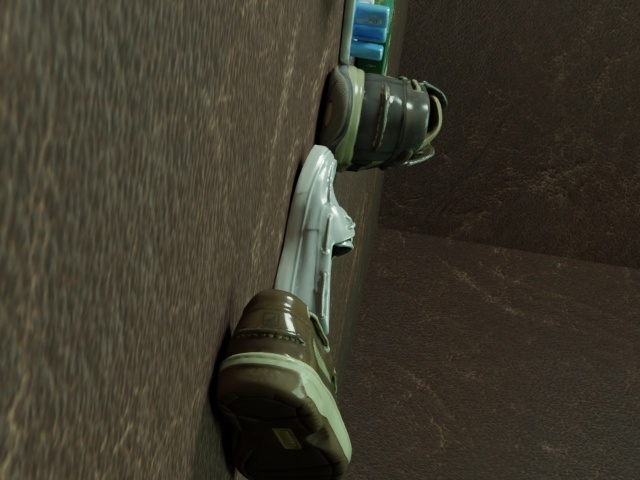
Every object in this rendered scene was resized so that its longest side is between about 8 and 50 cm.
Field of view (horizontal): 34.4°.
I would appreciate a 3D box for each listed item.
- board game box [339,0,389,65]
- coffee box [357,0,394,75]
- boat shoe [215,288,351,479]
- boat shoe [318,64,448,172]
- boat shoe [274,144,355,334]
[{"bbox_3d":[0.092,-0.459,1.242,0.390,0.050,0.389,-73,171,-55],"label":"board game box"},{"bbox_3d":[0.076,-0.266,1.487,0.184,0.041,0.113,94,7,-52],"label":"coffee box"},{"bbox_3d":[-0.021,0.118,0.791,0.257,0.095,0.095,90,5,-61],"label":"boat shoe"},{"bbox_3d":[0.079,-0.132,1.229,0.355,0.130,0.132,-53,153,-79],"label":"boat shoe"},{"bbox_3d":[0.000,0.000,0.960,0.066,0.063,0.184,89,12,-66],"label":"boat shoe"}]
